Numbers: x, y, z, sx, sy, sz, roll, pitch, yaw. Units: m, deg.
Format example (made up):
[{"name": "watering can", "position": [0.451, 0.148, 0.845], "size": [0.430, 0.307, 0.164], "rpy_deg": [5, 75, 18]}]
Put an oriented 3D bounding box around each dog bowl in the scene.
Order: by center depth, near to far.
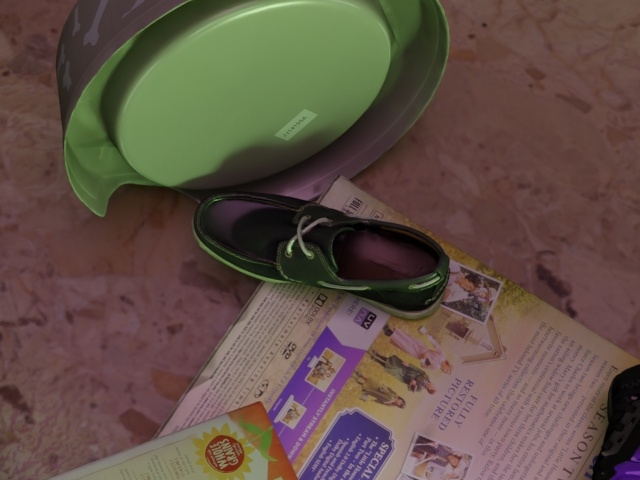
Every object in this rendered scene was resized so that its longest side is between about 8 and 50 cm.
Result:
[{"name": "dog bowl", "position": [-0.066, -0.149, 1.308], "size": [0.348, 0.349, 0.102], "rpy_deg": [-20, 61, -8]}]

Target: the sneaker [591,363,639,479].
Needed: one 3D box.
[{"name": "sneaker", "position": [0.269, 0.184, 1.266], "size": [0.293, 0.102, 0.146], "rpy_deg": [-26, 69, -17]}]

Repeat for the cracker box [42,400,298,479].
[{"name": "cracker box", "position": [-0.123, 0.241, 1.210], "size": [0.232, 0.067, 0.156], "rpy_deg": [-17, 70, -27]}]

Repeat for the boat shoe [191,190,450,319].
[{"name": "boat shoe", "position": [0.000, 0.000, 1.327], "size": [0.233, 0.079, 0.084], "rpy_deg": [16, 72, 6]}]

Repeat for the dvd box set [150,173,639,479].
[{"name": "dvd box set", "position": [0.107, 0.173, 1.342], "size": [0.420, 0.062, 0.308], "rpy_deg": [31, 73, 8]}]
